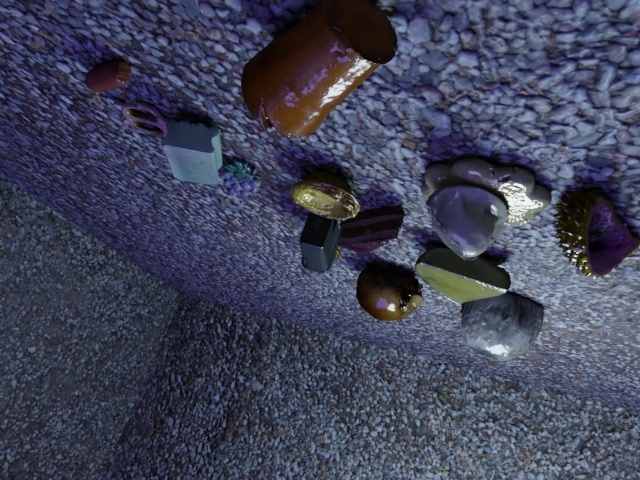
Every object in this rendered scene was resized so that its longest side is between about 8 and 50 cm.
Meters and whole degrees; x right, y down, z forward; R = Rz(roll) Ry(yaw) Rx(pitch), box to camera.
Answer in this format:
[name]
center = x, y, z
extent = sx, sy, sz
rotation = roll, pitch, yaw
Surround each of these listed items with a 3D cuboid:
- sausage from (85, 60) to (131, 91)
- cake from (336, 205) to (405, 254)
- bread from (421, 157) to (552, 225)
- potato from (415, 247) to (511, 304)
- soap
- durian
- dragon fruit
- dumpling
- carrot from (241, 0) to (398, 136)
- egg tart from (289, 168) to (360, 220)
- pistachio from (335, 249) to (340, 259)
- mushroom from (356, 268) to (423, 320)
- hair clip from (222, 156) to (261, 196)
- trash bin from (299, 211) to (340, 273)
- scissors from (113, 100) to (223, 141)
[sausage]
center = -0.538, -0.413, 1.301
extent = 0.154, 0.062, 0.062
rotation = 3, 154, 38
[cake]
center = 0.168, -0.027, 1.583
extent = 0.113, 0.116, 0.295
rotation = 24, 162, -23
[bread]
center = 0.393, -0.106, 1.263
extent = 0.316, 0.054, 0.316
rotation = 16, 161, 6
[potato]
center = 0.430, 0.087, 1.642
extent = 0.255, 0.112, 0.269
rotation = 28, 155, -12
[soap]
center = -0.366, -0.246, 1.489
extent = 0.150, 0.094, 0.261
rotation = 15, 163, -4
[durian]
center = 0.620, -0.001, 1.194
extent = 0.154, 0.186, 0.260
rotation = -12, 130, 45
[dragon fruit]
center = 0.668, 0.321, 1.874
extent = 0.283, 0.221, 0.204
rotation = 27, 165, -12
[dumpling]
center = 0.360, -0.046, 1.224
extent = 0.172, 0.142, 0.247
rotation = -32, 129, 20
[carrot]
center = -0.010, -0.319, 0.911
extent = 0.196, 0.196, 0.254
rotation = 28, 152, -21
[egg tart]
center = 0.018, -0.131, 1.480
extent = 0.212, 0.090, 0.212
rotation = 19, 158, 8
[pistachio]
center = 0.008, 0.021, 1.935
extent = 0.089, 0.049, 0.173
rotation = -23, 138, 26
[mushroom]
center = 0.261, 0.212, 1.991
extent = 0.263, 0.195, 0.283
rotation = 40, 152, -31
[hair clip]
center = -0.247, -0.200, 1.626
extent = 0.124, 0.052, 0.195
rotation = 10, 151, -1
[trash bin]
center = 0.000, 0.000, 1.712
extent = 0.101, 0.177, 0.236
rotation = 16, 157, 11
[scissors]
center = -0.431, -0.328, 1.477
extent = 0.317, 0.024, 0.160
rotation = 16, 159, 4
